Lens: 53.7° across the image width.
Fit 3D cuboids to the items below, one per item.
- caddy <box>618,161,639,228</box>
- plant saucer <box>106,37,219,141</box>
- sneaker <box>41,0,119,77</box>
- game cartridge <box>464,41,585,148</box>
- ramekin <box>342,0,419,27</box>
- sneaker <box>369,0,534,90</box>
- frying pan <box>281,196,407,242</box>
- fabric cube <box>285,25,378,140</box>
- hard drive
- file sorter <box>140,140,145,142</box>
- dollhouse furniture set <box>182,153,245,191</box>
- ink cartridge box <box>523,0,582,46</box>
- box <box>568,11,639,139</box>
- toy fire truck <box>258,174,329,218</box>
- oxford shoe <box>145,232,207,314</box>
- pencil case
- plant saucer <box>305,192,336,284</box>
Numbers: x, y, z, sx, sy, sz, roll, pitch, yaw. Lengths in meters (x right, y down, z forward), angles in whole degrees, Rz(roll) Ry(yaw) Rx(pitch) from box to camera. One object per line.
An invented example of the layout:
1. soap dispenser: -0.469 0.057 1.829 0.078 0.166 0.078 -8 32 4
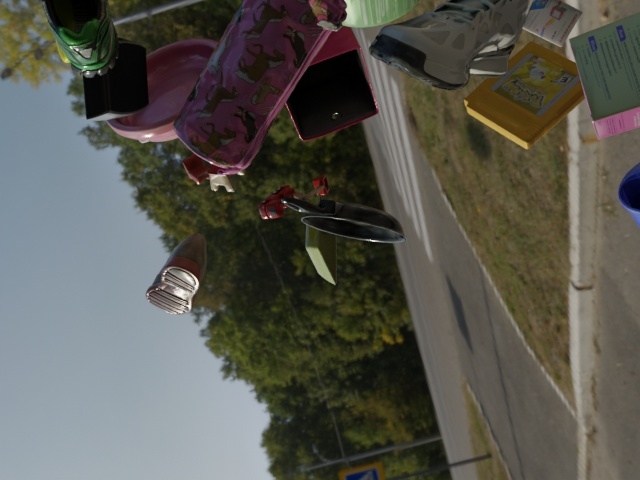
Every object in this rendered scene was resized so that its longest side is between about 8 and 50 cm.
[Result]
1. caddy: 0.879 -0.112 1.490 0.179 0.241 0.341 50 171 -25
2. plant saucer: -0.362 -0.357 1.544 0.084 0.332 0.332 60 -167 -47
3. sneaker: -0.425 -0.469 1.087 0.146 0.134 0.343 152 102 -76
4. game cartridge: 0.657 -0.466 1.996 0.285 0.324 0.052 43 170 36
5. ramekin: 0.095 -0.606 1.360 0.148 0.304 0.303 70 -175 -61
6. sneaker: 0.250 -0.413 1.075 0.447 0.169 0.257 -27 -36 -51
7. frying pan: 0.014 -0.045 1.124 0.326 0.197 0.053 18 -100 -37
8. fabric cube: 0.000 -0.504 1.899 0.259 0.254 0.258 65 -174 -49
9. hard drive: -0.427 -0.344 1.339 0.254 0.054 0.171 -73 -15 -73
10. file sorter: -0.578 -0.495 2.240 0.193 0.278 0.173 48 -128 -36
11. dollhouse furniture set: -0.311 -0.328 1.963 0.374 0.201 0.152 -69 -23 -44
12. ink cartridge box: 0.528 -0.517 1.468 0.052 0.123 0.088 -105 36 -57
13. box: 0.698 -0.371 1.381 0.117 0.243 0.213 23 -126 -58
14. toy fire truck: -0.070 -0.119 1.746 0.192 0.135 0.047 -48 -52 -52
15. oxford shoe: -0.357 0.095 1.636 0.348 0.123 0.130 -39 26 54
16. pencil case: -0.113 -0.310 1.149 0.160 0.386 0.167 26 -163 -33
17. plant saucer: 0.000 0.000 1.729 0.188 0.045 0.188 65 -159 -50
